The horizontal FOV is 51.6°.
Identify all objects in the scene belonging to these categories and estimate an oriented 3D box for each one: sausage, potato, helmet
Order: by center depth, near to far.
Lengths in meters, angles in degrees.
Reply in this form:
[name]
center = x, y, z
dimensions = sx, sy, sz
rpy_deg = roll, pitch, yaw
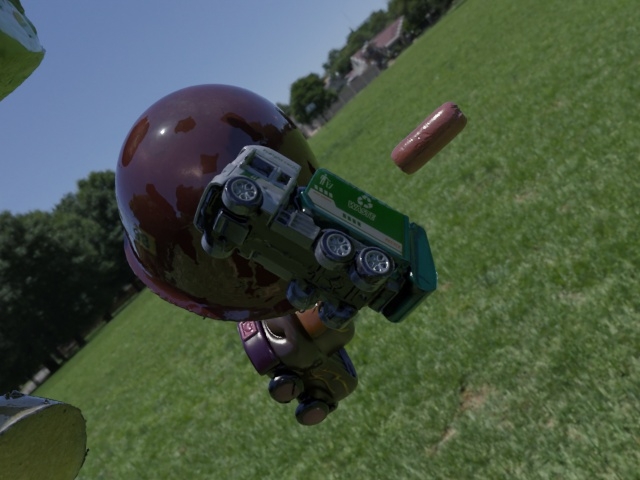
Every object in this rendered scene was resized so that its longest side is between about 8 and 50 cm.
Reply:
[potato]
center = -0.388, 0.263, 0.793
dimensions = 0.182, 0.117, 0.202
rpy_deg = -37, -36, -52
[helmet]
center = -0.146, -0.090, 0.953
dimensions = 0.338, 0.385, 0.230
rpy_deg = -30, -37, -15
[sausage]
center = 0.201, -0.188, 1.221
dimensions = 0.154, 0.062, 0.062
rpy_deg = -43, 8, 19

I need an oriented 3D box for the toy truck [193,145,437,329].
[toy truck]
center = 0.000, 0.000, 0.707
dimensions = 0.114, 0.253, 0.124
rpy_deg = -56, 4, 48

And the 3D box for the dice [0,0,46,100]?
[dice]
center = -0.644, -0.345, 1.114
dimensions = 0.254, 0.252, 0.249
rpy_deg = -34, 15, 9

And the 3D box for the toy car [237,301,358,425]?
[toy car]
center = -0.020, 0.241, 1.539
dimensions = 0.240, 0.340, 0.271
rpy_deg = -36, 39, 7
